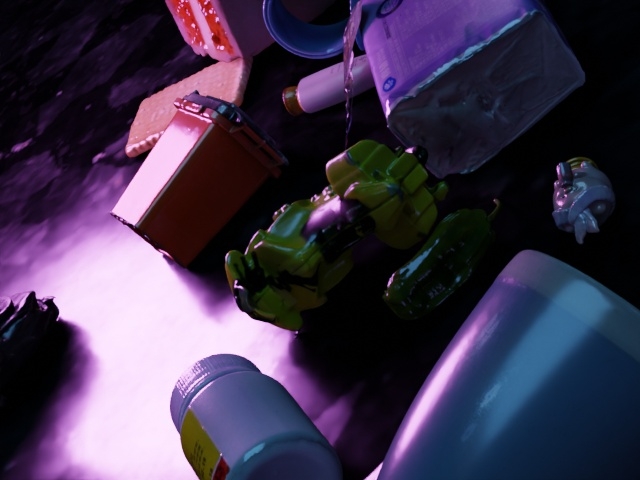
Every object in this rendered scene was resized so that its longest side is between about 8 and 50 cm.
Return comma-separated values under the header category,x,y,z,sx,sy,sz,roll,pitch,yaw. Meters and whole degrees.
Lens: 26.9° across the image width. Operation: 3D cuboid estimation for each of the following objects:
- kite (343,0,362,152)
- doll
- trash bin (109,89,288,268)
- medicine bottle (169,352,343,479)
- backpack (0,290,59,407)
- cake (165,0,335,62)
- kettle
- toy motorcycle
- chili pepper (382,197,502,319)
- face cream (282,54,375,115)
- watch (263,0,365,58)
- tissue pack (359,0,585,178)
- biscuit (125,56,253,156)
category,x,y,z,sx,sy,sz,roll,pitch,yaw
kite,0.040,-0.217,1.892,0.141,0.015,0.245,114,158,-75
doll,0.290,-0.051,1.501,0.073,0.084,0.127,-27,26,21
trash bin,-0.180,-0.086,1.980,0.239,0.161,0.184,-54,33,-9
medicine bottle,-0.077,0.226,1.475,0.139,0.139,0.225,-41,32,-3
backpack,-0.504,0.165,2.020,0.258,0.133,0.206,-47,23,-24
cake,-0.149,-0.479,2.274,0.230,0.309,0.237,-38,32,-17
kettle,0.194,0.233,1.133,0.319,0.247,0.342,35,83,31
toy motorcycle,-0.002,-0.002,1.663,0.342,0.142,0.206,-36,21,39
chili pepper,0.157,0.008,1.575,0.204,0.072,0.073,-46,41,-16
face cream,0.027,-0.241,2.046,0.182,0.051,0.072,-19,38,28
watch,0.005,-0.395,2.134,0.193,0.211,0.211,-7,40,14
tissue pack,0.195,-0.262,1.797,0.242,0.160,0.338,-34,32,17
biscuit,-0.227,-0.236,2.323,0.249,0.030,0.160,-23,35,25
